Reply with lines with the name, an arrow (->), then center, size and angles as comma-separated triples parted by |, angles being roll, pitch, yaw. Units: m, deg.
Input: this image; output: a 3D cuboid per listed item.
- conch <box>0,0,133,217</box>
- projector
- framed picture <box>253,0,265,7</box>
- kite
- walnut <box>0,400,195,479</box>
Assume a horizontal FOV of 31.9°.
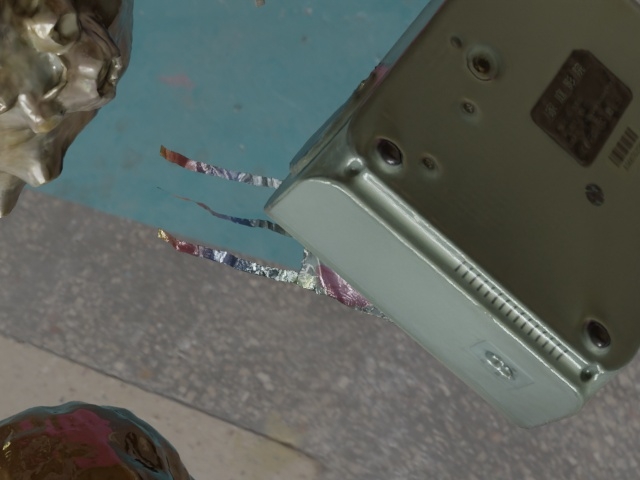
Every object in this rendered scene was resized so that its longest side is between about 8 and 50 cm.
conch -> -0.194, -0.116, 0.576 | 0.297, 0.352, 0.210 | -28, 98, 46
projector -> 0.118, -0.051, 0.649 | 0.198, 0.108, 0.250 | 41, 61, -5
framed picture -> -0.051, -0.176, 0.620 | 0.007, 0.066, 0.089 | -23, 93, 0
kite -> -0.001, 0.002, 1.149 | 0.361, 0.204, 0.022 | 13, 42, 10
walnut -> -0.277, 0.367, 1.261 | 0.384, 0.383, 0.383 | -7, 66, 17
